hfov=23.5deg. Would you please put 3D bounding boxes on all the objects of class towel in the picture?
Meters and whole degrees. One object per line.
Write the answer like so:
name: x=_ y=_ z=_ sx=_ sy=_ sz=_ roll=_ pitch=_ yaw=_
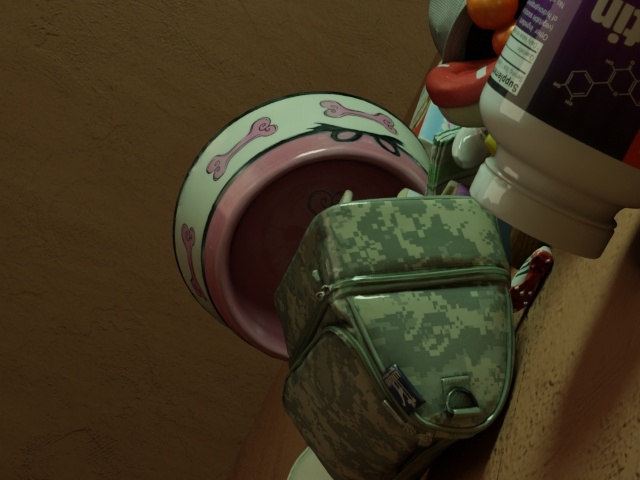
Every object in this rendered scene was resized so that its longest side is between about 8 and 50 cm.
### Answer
towel: x=0.190 y=-0.088 z=2.133 sx=0.113 sy=0.023 sz=0.152 roll=-19 pitch=-53 yaw=-39

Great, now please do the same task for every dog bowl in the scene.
dog bowl: x=0.000 y=0.000 z=2.221 sx=0.408 sy=0.408 sz=0.150 roll=-64 pitch=24 yaw=16

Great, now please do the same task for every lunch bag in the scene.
lunch bag: x=0.081 y=0.120 z=1.621 sx=0.305 sy=0.212 sz=0.256 roll=121 pitch=141 yaw=-63

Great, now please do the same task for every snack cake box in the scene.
snack cake box: x=0.215 y=-0.208 z=2.699 sx=0.152 sy=0.089 sz=0.264 roll=-57 pitch=9 yaw=51

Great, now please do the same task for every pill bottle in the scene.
pill bottle: x=0.249 y=-0.154 z=1.257 sx=0.181 sy=0.181 sz=0.323 roll=-81 pitch=16 yaw=-76

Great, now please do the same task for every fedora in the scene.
fedora: x=0.221 y=-0.286 z=1.936 sx=0.243 sy=0.124 sz=0.275 roll=-38 pitch=-36 yaw=-9

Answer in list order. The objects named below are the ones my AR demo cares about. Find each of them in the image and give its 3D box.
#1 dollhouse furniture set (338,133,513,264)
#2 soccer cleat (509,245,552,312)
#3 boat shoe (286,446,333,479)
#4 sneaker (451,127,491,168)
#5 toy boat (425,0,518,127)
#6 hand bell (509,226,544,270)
dollhouse furniture set: x=0.159 y=-0.088 z=1.902 sx=0.286 sy=0.198 sz=0.303 roll=-71 pitch=7 yaw=-53
soccer cleat: x=0.216 y=0.041 z=1.607 sx=0.083 sy=0.029 sz=0.035 roll=-60 pitch=-3 yaw=23
boat shoe: x=0.044 y=0.277 z=2.096 sx=0.112 sy=0.095 sz=0.335 roll=10 pitch=76 yaw=49
sneaker: x=0.236 y=-0.153 z=2.066 sx=0.152 sy=0.054 sz=0.061 roll=-40 pitch=4 yaw=-21
toy boat: x=0.218 y=-0.231 z=1.773 sx=0.231 sy=0.151 sz=0.151 roll=-29 pitch=4 yaw=26
hand bell: x=0.235 y=-0.064 z=1.613 sx=0.126 sy=0.126 sz=0.242 roll=-70 pitch=-5 yaw=-50
